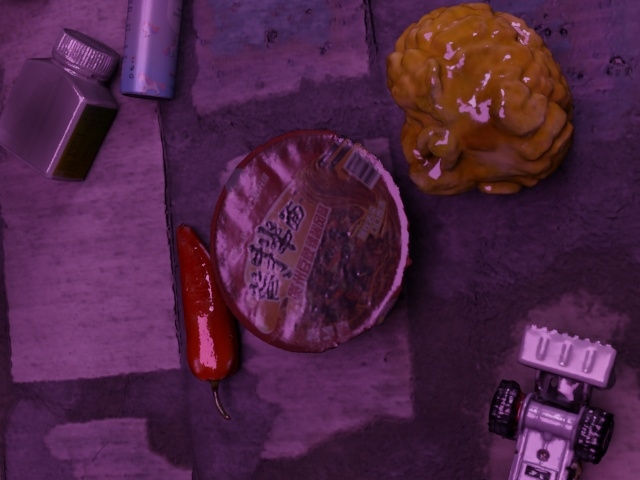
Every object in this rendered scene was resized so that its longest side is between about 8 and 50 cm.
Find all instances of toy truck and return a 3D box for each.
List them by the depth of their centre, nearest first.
[{"bbox_3d":[0.251,0.239,1.253,0.136,0.111,0.286,15,95,23],"label":"toy truck"}]

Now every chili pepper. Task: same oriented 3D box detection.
[{"bbox_3d":[-0.150,0.103,1.486,0.071,0.063,0.272,-13,81,13],"label":"chili pepper"}]

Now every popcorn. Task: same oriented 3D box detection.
[{"bbox_3d":[0.171,-0.152,1.279,0.203,0.226,0.200,128,157,-56],"label":"popcorn"}]

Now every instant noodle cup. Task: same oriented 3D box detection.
[{"bbox_3d":[0.000,0.000,1.392,0.274,0.091,0.274,0,90,26],"label":"instant noodle cup"}]

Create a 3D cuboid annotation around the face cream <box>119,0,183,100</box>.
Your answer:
[{"bbox_3d":[-0.223,-0.306,1.517,0.075,0.075,0.229,7,93,26],"label":"face cream"}]

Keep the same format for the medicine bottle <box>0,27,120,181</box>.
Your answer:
[{"bbox_3d":[-0.360,-0.193,1.575,0.132,0.088,0.188,35,104,23],"label":"medicine bottle"}]
